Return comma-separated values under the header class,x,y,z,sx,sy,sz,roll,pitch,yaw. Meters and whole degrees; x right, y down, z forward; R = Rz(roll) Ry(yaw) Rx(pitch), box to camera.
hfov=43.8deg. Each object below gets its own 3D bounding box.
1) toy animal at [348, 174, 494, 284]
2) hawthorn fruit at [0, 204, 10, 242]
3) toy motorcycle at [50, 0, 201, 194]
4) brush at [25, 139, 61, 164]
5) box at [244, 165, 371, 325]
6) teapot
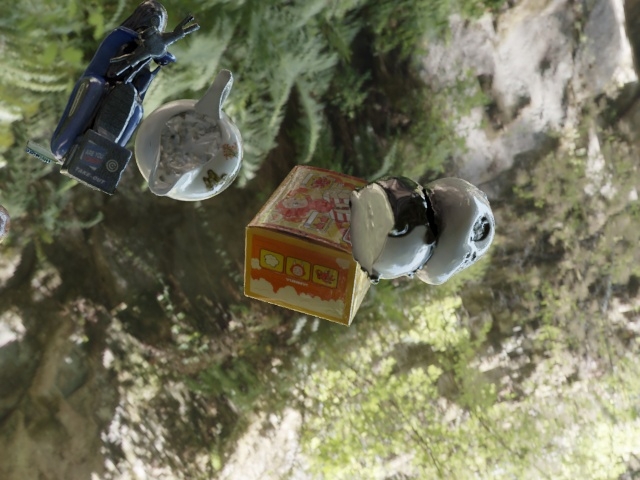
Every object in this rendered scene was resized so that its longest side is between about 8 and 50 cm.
class,x,y,z,sx,sy,sz,roll,pitch,yaw
toy animal,0.179,-0.021,1.342,0.235,0.187,0.165,5,-138,-19
hawthorn fruit,-0.447,-0.021,1.081,0.066,0.067,0.103,-21,176,8
toy motorcycle,-0.335,-0.256,1.354,0.212,0.125,0.359,9,-106,57
brush,-0.708,-0.213,2.142,0.030,0.178,0.033,-47,-150,29
box,0.000,0.000,1.804,0.259,0.214,0.283,14,-142,14
teapot,-0.243,-0.187,1.510,0.204,0.139,0.298,20,-114,-1
